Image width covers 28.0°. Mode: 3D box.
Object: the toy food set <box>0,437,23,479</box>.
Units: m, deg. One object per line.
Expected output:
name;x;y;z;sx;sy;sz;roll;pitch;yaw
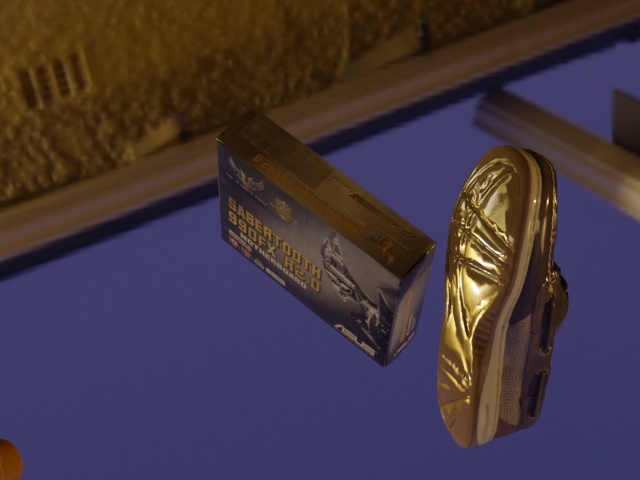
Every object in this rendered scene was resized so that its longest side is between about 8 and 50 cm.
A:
toy food set;-0.329;0.100;0.979;0.111;0.232;0.104;-17;-176;35

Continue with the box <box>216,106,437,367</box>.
box;0.000;0.000;1.252;0.231;0.183;0.056;38;-115;18

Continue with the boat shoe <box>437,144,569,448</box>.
boat shoe;0.165;0.049;1.101;0.092;0.285;0.103;-7;-152;-24
